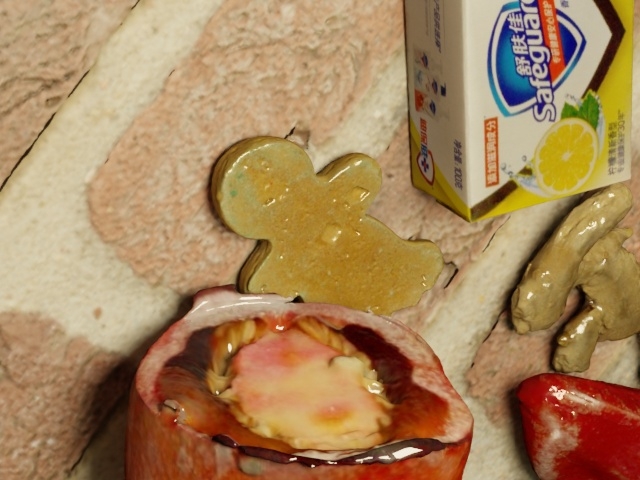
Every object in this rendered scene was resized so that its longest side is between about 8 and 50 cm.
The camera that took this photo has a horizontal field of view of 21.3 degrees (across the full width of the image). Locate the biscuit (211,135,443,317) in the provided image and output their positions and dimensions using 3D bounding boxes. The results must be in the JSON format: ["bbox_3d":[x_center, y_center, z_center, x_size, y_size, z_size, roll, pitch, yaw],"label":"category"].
[{"bbox_3d":[0.000,0.000,1.364,0.234,0.030,0.153,40,86,-34],"label":"biscuit"}]

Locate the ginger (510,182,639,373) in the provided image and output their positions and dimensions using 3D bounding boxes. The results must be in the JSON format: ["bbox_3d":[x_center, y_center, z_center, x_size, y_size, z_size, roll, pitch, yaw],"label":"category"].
[{"bbox_3d":[0.256,0.068,1.523,0.149,0.065,0.258,-35,129,2],"label":"ginger"}]

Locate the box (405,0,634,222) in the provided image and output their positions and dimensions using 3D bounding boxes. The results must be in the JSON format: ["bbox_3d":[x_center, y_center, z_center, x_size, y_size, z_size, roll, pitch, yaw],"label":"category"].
[{"bbox_3d":[0.158,-0.163,1.348,0.168,0.097,0.265,-14,115,-25],"label":"box"}]

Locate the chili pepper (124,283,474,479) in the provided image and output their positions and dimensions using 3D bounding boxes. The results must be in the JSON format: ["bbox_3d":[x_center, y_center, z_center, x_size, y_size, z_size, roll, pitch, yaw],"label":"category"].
[{"bbox_3d":[-0.034,0.218,1.303,0.251,0.229,0.305,4,115,-18],"label":"chili pepper"}]

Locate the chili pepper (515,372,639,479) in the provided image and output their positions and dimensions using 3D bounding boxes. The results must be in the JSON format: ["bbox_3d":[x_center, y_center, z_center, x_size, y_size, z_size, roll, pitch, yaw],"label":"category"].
[{"bbox_3d":[0.263,0.190,1.553,0.253,0.144,0.136,26,69,-26],"label":"chili pepper"}]
